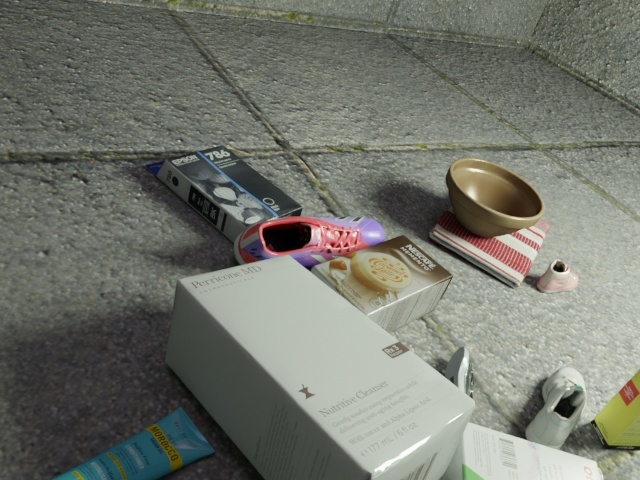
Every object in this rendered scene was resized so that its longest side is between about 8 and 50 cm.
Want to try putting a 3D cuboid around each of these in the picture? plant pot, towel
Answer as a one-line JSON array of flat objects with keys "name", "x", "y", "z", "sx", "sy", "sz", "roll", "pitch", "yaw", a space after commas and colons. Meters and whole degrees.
[{"name": "plant pot", "x": 0.392, "y": -0.085, "z": 1.390, "sx": 0.237, "sy": 0.110, "sz": 0.237, "roll": 14, "pitch": 38, "yaw": -11}, {"name": "towel", "x": 0.421, "y": -0.022, "z": 1.446, "sx": 0.237, "sy": 0.037, "sz": 0.329, "roll": 32, "pitch": 38, "yaw": 15}]

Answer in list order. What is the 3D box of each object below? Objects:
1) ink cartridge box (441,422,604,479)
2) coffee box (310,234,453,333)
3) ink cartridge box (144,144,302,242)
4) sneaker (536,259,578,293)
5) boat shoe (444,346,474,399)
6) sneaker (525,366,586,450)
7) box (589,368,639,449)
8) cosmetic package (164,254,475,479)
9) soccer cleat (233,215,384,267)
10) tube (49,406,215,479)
[{"name": "ink cartridge box", "x": 0.278, "y": 0.359, "z": 0.802, "sx": 0.212, "sy": 0.093, "sz": 0.154, "roll": 16, "pitch": 35, "yaw": -2}, {"name": "coffee box", "x": 0.106, "y": 0.090, "z": 1.085, "sx": 0.246, "sy": 0.098, "sz": 0.141, "roll": -18, "pitch": 49, "yaw": -41}, {"name": "ink cartridge box", "x": -0.210, "y": -0.116, "z": 1.254, "sx": 0.332, "sy": 0.065, "sz": 0.165, "roll": 36, "pitch": 39, "yaw": 25}, {"name": "sneaker", "x": 0.554, "y": 0.077, "z": 1.340, "sx": 0.134, "sy": 0.070, "sz": 0.051, "roll": -7, "pitch": 40, "yaw": -34}, {"name": "boat shoe", "x": 0.238, "y": 0.239, "z": 0.995, "sx": 0.040, "sy": 0.049, "sz": 0.142, "roll": 37, "pitch": 36, "yaw": -7}, {"name": "sneaker", "x": 0.418, "y": 0.267, "z": 0.993, "sx": 0.080, "sy": 0.094, "sz": 0.212, "roll": 31, "pitch": 36, "yaw": 19}, {"name": "box", "x": 0.541, "y": 0.251, "z": 0.950, "sx": 0.087, "sy": 0.232, "sz": 0.058, "roll": 6, "pitch": 39, "yaw": -16}, {"name": "cosmetic package", "x": -0.019, "y": 0.189, "z": 0.799, "sx": 0.217, "sy": 0.156, "sz": 0.385, "roll": -14, "pitch": 40, "yaw": -44}, {"name": "soccer cleat", "x": 0.000, "y": 0.000, "z": 1.118, "sx": 0.318, "sy": 0.116, "sz": 0.109, "roll": -4, "pitch": 76, "yaw": -26}, {"name": "tube", "x": -0.233, "y": 0.276, "z": 0.723, "sx": 0.207, "sy": 0.052, "sz": 0.080, "roll": -16, "pitch": 57, "yaw": -48}]
